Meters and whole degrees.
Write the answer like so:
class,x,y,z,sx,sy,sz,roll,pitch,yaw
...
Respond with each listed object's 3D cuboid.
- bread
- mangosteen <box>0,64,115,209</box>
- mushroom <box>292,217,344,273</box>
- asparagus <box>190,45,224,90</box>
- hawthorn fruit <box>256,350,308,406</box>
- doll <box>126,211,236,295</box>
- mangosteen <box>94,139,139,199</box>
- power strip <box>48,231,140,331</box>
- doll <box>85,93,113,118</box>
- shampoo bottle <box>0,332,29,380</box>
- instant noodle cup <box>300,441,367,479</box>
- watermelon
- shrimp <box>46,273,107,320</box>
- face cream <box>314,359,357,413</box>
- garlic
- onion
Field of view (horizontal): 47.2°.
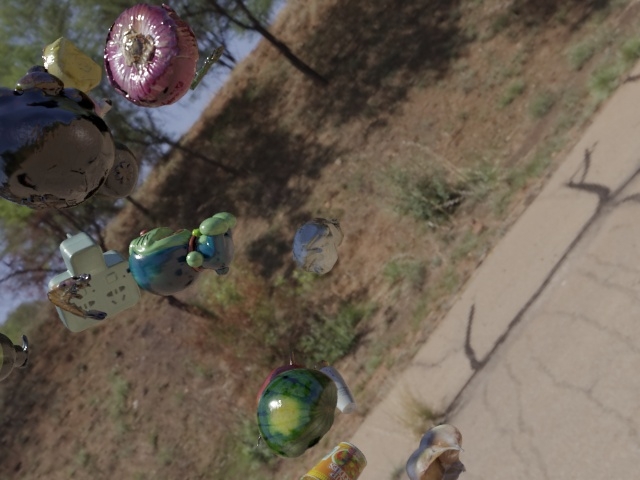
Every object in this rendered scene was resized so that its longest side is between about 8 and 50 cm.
class,x,y,z,sx,sy,sz,roll,pitch,yaw
bread,-0.652,-0.443,1.904,0.086,0.156,0.125,-24,39,32
mangosteen,-0.546,-0.199,1.446,0.287,0.288,0.233,-54,-19,-36
mushroom,-0.002,-0.001,1.510,0.278,0.096,0.099,-63,-3,-78
asparagus,-0.341,-0.520,2.190,0.165,0.030,0.036,-50,6,6
hawthorn fruit,-0.091,0.450,2.224,0.196,0.197,0.225,145,130,-82
doll,-0.368,0.043,1.930,0.322,0.186,0.198,-13,8,17
mangosteen,-0.744,-0.248,2.523,0.243,0.243,0.243,-52,2,3
power strip,-0.672,0.101,2.113,0.229,0.141,0.261,-29,-51,-27
doll,-0.568,-0.284,1.638,0.149,0.192,0.095,-47,42,26
shampoo bottle,-0.640,0.217,1.347,0.101,0.101,0.284,-52,-19,6
instant noodle cup,0.053,0.760,2.379,0.185,0.168,0.168,-40,-5,-37
watermelon,-0.069,0.363,1.604,0.232,0.127,0.204,-4,51,58
shrimp,-0.564,0.140,1.760,0.195,0.148,0.035,-24,33,38
face cream,0.041,0.412,2.069,0.182,0.072,0.051,51,141,47
garlic,0.284,0.528,1.788,0.174,0.124,0.099,-35,-46,-30
onion,-0.356,-0.399,1.609,0.230,0.230,0.163,-52,-24,16
